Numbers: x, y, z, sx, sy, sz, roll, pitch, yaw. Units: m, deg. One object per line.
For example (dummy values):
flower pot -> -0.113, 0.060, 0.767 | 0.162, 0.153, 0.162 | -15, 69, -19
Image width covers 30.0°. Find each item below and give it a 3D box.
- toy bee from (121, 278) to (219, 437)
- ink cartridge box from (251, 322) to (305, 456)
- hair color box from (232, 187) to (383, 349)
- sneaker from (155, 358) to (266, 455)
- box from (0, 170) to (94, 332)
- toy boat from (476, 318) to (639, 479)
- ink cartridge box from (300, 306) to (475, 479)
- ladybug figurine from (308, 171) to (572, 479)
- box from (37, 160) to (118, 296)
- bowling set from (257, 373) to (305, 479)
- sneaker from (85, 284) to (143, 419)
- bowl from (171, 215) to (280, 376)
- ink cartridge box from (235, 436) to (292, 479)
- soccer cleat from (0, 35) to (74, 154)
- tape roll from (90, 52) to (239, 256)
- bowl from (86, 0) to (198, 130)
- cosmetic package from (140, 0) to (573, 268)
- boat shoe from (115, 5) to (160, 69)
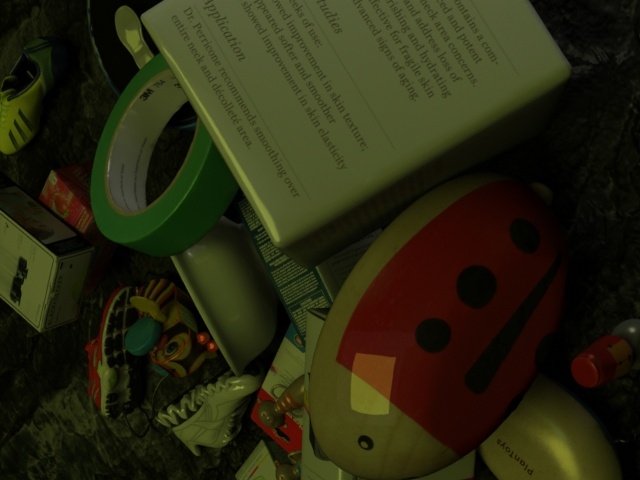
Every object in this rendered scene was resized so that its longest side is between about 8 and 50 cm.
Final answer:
toy bee -> -0.239, 0.178, 2.048 | 0.162, 0.195, 0.298 | -27, 63, 22
ink cartridge box -> -0.013, 0.237, 1.954 | 0.134, 0.078, 0.231 | 39, 124, 23
hair color box -> 0.000, 0.000, 1.809 | 0.105, 0.174, 0.347 | -30, 83, 42
sneaker -> -0.171, 0.292, 2.092 | 0.118, 0.110, 0.292 | 56, 138, 2
box -> -0.543, 0.014, 2.147 | 0.290, 0.087, 0.169 | 35, 122, 28
toy boat -> 0.348, 0.237, 1.637 | 0.267, 0.148, 0.318 | 47, 135, 24
ink cartridge box -> 0.097, 0.247, 1.667 | 0.131, 0.226, 0.306 | 16, 107, 62
ladybug figurine -> 0.172, 0.113, 1.506 | 0.449, 0.305, 0.162 | -57, 34, -7
box -> -0.456, -0.012, 2.209 | 0.128, 0.123, 0.257 | 47, 127, 18
bowling set -> 0.001, 0.365, 1.842 | 0.154, 0.200, 0.287 | -38, 102, 28
sneaker -> -0.396, 0.202, 2.243 | 0.118, 0.107, 0.279 | 32, 119, 39
bowl -> -0.145, 0.061, 1.935 | 0.297, 0.134, 0.298 | 62, 175, 10
ink cartridge box -> -0.059, 0.449, 2.028 | 0.109, 0.062, 0.209 | -56, 50, 35
soccer cleat -> -0.560, -0.267, 2.217 | 0.093, 0.121, 0.289 | 51, 129, 15
tape roll -> -0.228, -0.137, 1.812 | 0.321, 0.077, 0.321 | -24, 55, 40
bowl -> -0.235, -0.367, 1.954 | 0.391, 0.077, 0.391 | 13, 112, 36
cosmetic package -> 0.051, -0.206, 1.498 | 0.394, 0.327, 0.329 | -30, 82, 2
boat shoe -> -0.290, -0.323, 1.936 | 0.046, 0.038, 0.125 | -35, 81, 21
